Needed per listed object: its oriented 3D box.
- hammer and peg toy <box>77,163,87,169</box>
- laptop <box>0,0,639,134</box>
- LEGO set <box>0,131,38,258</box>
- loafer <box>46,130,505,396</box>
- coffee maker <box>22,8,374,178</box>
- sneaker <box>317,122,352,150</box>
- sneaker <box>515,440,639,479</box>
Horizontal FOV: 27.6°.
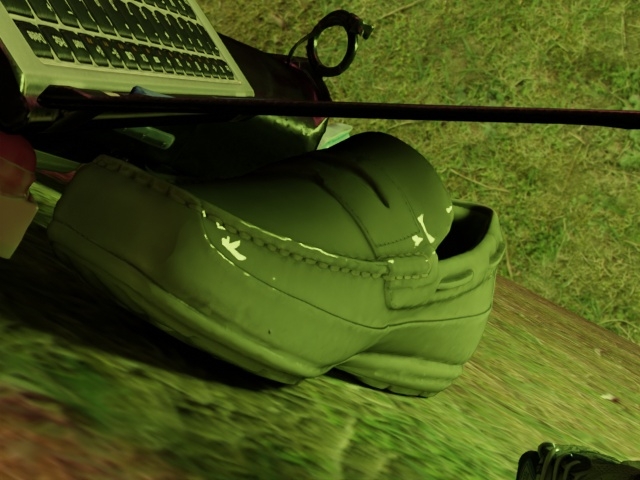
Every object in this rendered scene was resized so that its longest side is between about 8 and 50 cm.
[{"bbox_3d":[-0.253,-0.236,0.846,0.361,0.266,0.127,27,4,-11],"label":"hammer and peg toy"},{"bbox_3d":[0.002,-0.153,0.511,0.408,0.236,0.382,57,8,-1],"label":"laptop"},{"bbox_3d":[-0.206,-0.079,0.342,0.287,0.107,0.132,23,6,-39],"label":"LEGO set"},{"bbox_3d":[0.000,0.000,0.576,0.112,0.111,0.319,29,5,24],"label":"loafer"},{"bbox_3d":[-0.094,-0.098,0.780,0.178,0.171,0.120,23,5,-37],"label":"coffee maker"},{"bbox_3d":[-0.082,-0.087,1.034,0.208,0.127,0.319,28,6,38],"label":"sneaker"},{"bbox_3d":[0.095,0.099,0.465,0.058,0.052,0.135,17,-4,10],"label":"sneaker"}]
